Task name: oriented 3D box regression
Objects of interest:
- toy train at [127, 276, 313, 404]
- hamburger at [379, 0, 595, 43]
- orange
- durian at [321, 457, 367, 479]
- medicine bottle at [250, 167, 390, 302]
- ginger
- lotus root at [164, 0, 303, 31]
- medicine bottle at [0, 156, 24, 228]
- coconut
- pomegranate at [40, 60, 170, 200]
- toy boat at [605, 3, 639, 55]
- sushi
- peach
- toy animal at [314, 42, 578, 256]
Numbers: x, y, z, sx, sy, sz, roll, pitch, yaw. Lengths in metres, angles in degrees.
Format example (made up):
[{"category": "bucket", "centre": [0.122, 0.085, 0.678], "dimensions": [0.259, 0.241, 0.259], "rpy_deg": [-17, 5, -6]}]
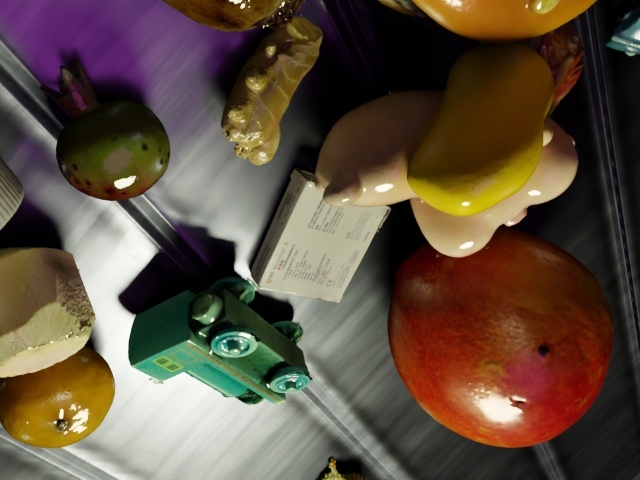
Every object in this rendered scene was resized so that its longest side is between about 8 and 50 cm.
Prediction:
[{"category": "toy train", "centre": [-0.143, 0.181, 0.867], "dimensions": [0.194, 0.120, 0.298], "rpy_deg": [-26, 137, 14]}, {"category": "hamburger", "centre": [0.201, -0.413, 0.583], "dimensions": [0.396, 0.277, 0.396], "rpy_deg": [-12, 124, -19]}, {"category": "orange", "centre": [-0.375, 0.222, 0.771], "dimensions": [0.156, 0.124, 0.156], "rpy_deg": [-13, 127, -18]}, {"category": "durian", "centre": [0.047, 0.587, 1.234], "dimensions": [0.146, 0.102, 0.208], "rpy_deg": [-18, 101, 5]}, {"category": "medicine bottle", "centre": [0.000, 0.000, 0.872], "dimensions": [0.171, 0.052, 0.201], "rpy_deg": [13, 113, -32]}, {"category": "ginger", "centre": [-0.076, -0.192, 0.697], "dimensions": [0.115, 0.081, 0.205], "rpy_deg": [2, 118, -41]}, {"category": "lotus root", "centre": [-0.125, -0.326, 0.554], "dimensions": [0.314, 0.141, 0.169], "rpy_deg": [25, 101, -34]}, {"category": "medicine bottle", "centre": [-0.454, -0.144, 0.446], "dimensions": [0.224, 0.224, 0.384], "rpy_deg": [-30, 127, -8]}, {"category": "coconut", "centre": [-0.372, 0.080, 0.678], "dimensions": [0.147, 0.153, 0.147], "rpy_deg": [-26, 163, -9]}, {"category": "pomegranate", "centre": [-0.257, -0.116, 0.627], "dimensions": [0.159, 0.129, 0.129], "rpy_deg": [33, 101, -30]}, {"category": "toy boat", "centre": [0.606, -0.370, 0.938], "dimensions": [0.238, 0.109, 0.098], "rpy_deg": [-12, 168, -12]}, {"category": "sushi", "centre": [0.301, -0.225, 0.850], "dimensions": [0.124, 0.130, 0.332], "rpy_deg": [2, 123, -33]}, {"category": "peach", "centre": [0.289, 0.154, 0.933], "dimensions": [0.388, 0.388, 0.388], "rpy_deg": [-13, 123, -20]}, {"category": "toy animal", "centre": [0.178, -0.078, 0.726], "dimensions": [0.345, 0.277, 0.247], "rpy_deg": [-23, 128, 14]}]
